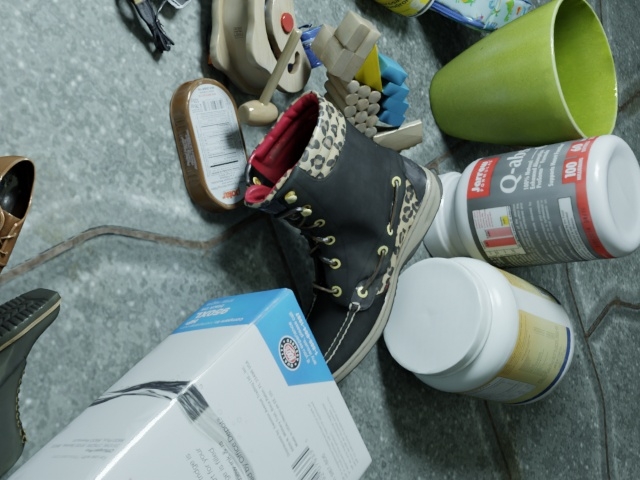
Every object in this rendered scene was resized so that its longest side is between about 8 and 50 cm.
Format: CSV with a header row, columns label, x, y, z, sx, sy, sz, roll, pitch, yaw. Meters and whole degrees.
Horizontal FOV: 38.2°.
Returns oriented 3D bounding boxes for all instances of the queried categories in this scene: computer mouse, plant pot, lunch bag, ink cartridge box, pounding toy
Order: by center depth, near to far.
label,x,y,z,sx,sy,sz,roll,pitch,yaw
ink cartridge box,-0.140,0.283,1.124,0.395,0.166,0.285,-43,115,-46
computer mouse,-0.200,-0.355,1.270,0.106,0.042,0.193,55,48,-35
pounding toy,-0.054,-0.291,1.322,0.154,0.155,0.269,3,89,-58
lunch bag,-0.024,-0.297,1.427,0.067,0.098,0.065,-34,107,-42
plant pot,0.363,-0.287,1.741,0.275,0.293,0.275,13,72,-49
lunch bag,0.292,-0.467,1.792,0.219,0.176,0.090,-9,129,-53

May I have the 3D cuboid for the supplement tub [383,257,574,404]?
label,x,y,z,sx,sy,sz,roll,pitch,yaw
supplement tub,0.275,0.157,1.604,0.316,0.228,0.228,21,68,-47

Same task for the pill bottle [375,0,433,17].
label,x,y,z,sx,sy,sz,roll,pitch,yaw
pill bottle,0.119,-0.469,1.629,0.184,0.103,0.103,14,73,-48

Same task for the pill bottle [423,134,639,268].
label,x,y,z,sx,sy,sz,roll,pitch,yaw
pill bottle,0.370,-0.057,1.651,0.210,0.363,0.210,12,75,-49

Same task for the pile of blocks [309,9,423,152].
label,x,y,z,sx,sy,sz,roll,pitch,yaw
pile of blocks,0.067,-0.200,1.420,0.149,0.113,0.362,-16,134,-13

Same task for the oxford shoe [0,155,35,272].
label,x,y,z,sx,sy,sz,roll,pitch,yaw
oxford shoe,-0.359,0.000,0.986,0.076,0.076,0.212,32,61,-45

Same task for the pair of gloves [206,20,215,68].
label,x,y,z,sx,sy,sz,roll,pitch,yaw
pair of gloves,-0.137,-0.281,1.357,0.083,0.010,0.074,9,78,-48

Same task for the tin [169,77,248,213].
label,x,y,z,sx,sy,sz,roll,pitch,yaw
tin,-0.151,-0.133,1.293,0.106,0.040,0.190,-19,98,-46

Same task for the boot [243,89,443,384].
label,x,y,z,sx,sy,sz,roll,pitch,yaw
boot,0.000,0.000,1.326,0.284,0.138,0.377,36,82,-39

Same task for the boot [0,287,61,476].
label,x,y,z,sx,sy,sz,roll,pitch,yaw
boot,-0.335,0.159,0.997,0.198,0.077,0.137,-45,123,-30
